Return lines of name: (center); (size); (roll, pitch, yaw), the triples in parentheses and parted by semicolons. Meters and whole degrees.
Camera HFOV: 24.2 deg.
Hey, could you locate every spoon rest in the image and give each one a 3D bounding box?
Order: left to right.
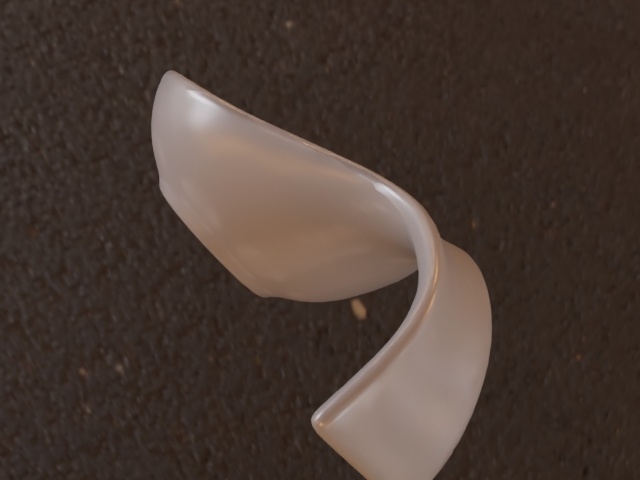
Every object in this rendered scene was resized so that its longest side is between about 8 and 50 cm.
spoon rest: (0.000, 0.000, 0.633); (0.084, 0.137, 0.276); (-42, 31, 3)
